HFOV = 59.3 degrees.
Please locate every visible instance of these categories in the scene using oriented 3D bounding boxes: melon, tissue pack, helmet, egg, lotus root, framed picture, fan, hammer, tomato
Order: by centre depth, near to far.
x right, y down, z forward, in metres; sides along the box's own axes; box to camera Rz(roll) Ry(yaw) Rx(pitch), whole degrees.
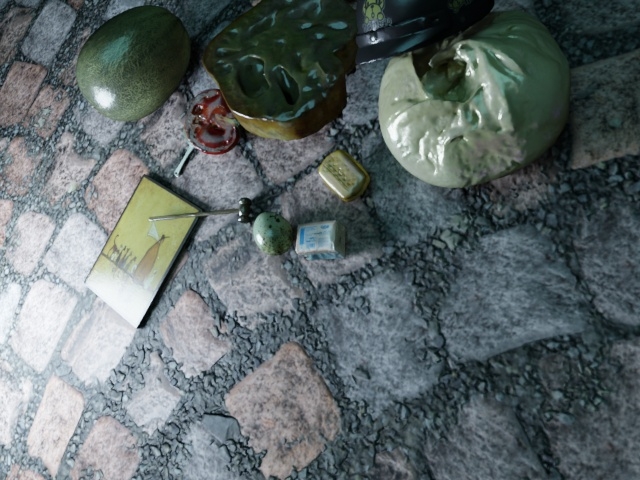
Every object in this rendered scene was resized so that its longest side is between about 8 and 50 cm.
[{"bbox_3d":[0.159,-0.425,0.968,0.278,0.161,0.230,-36,29,-29],"label":"helmet"},{"bbox_3d":[0.000,0.000,1.180,0.094,0.058,0.074,-5,71,26],"label":"tissue pack"},{"bbox_3d":[-0.105,-0.017,1.226,0.085,0.085,0.110,-47,53,8],"label":"egg"},{"bbox_3d":[-0.087,-0.412,1.280,0.374,0.111,0.391,1,69,18],"label":"lotus root"},{"bbox_3d":[-0.298,-0.061,1.363,0.291,0.029,0.058,-4,74,23],"label":"hammer"},{"bbox_3d":[-0.252,-0.285,1.378,0.138,0.091,0.159,2,90,6],"label":"tomato"},{"bbox_3d":[-0.460,0.020,1.445,0.255,0.014,0.339,30,90,31],"label":"framed picture"},{"bbox_3d":[-0.321,-0.266,1.462,0.152,0.008,0.227,31,90,31],"label":"fan"},{"bbox_3d":[-0.486,-0.464,1.476,0.329,0.248,0.248,-46,59,5],"label":"melon"}]

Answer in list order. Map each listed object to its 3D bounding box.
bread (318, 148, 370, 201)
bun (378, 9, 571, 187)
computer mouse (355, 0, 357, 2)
[{"bbox_3d":[0.054,-0.135,1.194,0.115,0.056,0.082,44,98,24],"label":"bread"},{"bbox_3d":[0.271,-0.276,1.023,0.360,0.213,0.362,-13,63,27],"label":"bun"},{"bbox_3d":[0.174,-0.624,1.242,0.182,0.116,0.324,2,63,40],"label":"computer mouse"}]
